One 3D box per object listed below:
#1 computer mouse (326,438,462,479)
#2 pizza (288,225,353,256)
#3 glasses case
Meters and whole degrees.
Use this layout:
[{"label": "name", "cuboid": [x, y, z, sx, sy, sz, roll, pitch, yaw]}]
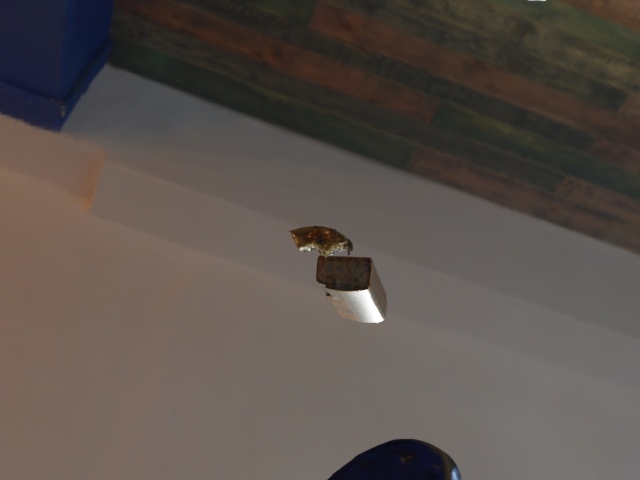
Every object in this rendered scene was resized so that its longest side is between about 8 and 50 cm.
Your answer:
[{"label": "computer mouse", "cuboid": [0.033, 0.275, 0.668, 0.137, 0.086, 0.269, -2, -156, 37]}, {"label": "pizza", "cuboid": [0.000, 0.000, 0.878, 0.083, 0.016, 0.037, 14, -124, 32]}, {"label": "glasses case", "cuboid": [0.049, 0.074, 1.170, 0.075, 0.218, 0.049, 1, -106, 10]}]
